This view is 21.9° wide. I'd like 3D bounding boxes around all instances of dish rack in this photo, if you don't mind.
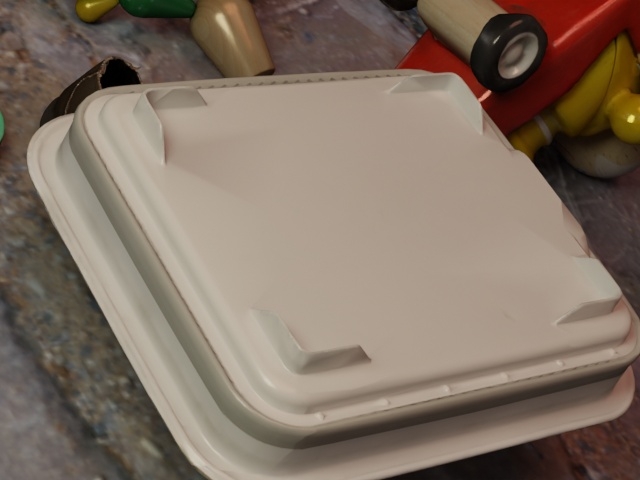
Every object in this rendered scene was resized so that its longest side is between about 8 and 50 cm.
[{"bbox_3d":[0.025,-0.003,0.964,0.333,0.072,0.285,-7,51,-38],"label":"dish rack"}]

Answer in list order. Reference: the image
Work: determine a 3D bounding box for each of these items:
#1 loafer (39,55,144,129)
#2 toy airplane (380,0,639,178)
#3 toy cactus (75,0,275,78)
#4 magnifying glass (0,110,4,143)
[{"bbox_3d":[-0.103,-0.031,1.030,0.080,0.078,0.220,-13,55,-44],"label":"loafer"},{"bbox_3d":[0.236,-0.169,1.282,0.384,0.272,0.386,2,50,13],"label":"toy airplane"},{"bbox_3d":[-0.099,-0.190,1.227,0.219,0.112,0.180,-20,79,-50],"label":"toy cactus"},{"bbox_3d":[-0.305,-0.098,1.009,0.231,0.026,0.092,18,38,-17],"label":"magnifying glass"}]
